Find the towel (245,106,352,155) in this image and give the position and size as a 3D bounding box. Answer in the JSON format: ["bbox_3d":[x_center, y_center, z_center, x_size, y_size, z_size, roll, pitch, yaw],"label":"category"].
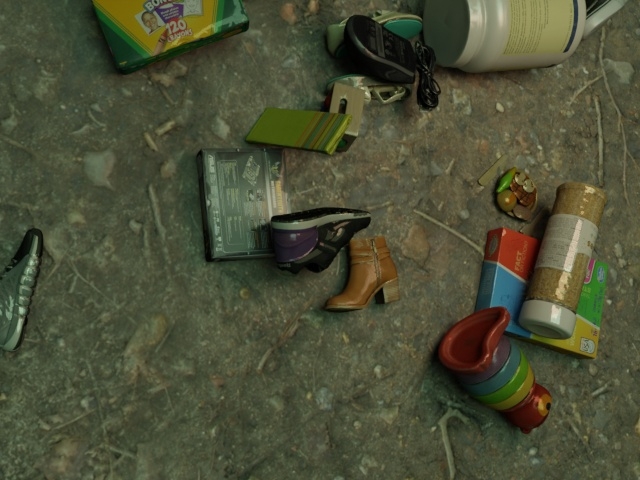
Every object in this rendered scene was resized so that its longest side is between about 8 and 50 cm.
[{"bbox_3d":[-0.047,-0.229,1.492,0.102,0.237,0.021,-57,137,-22],"label":"towel"}]

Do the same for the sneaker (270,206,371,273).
[{"bbox_3d":[0.000,0.000,1.509,0.283,0.107,0.124,-11,104,-48],"label":"sneaker"}]

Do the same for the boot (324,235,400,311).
[{"bbox_3d":[0.078,0.073,1.562,0.197,0.073,0.153,-10,85,-34],"label":"boot"}]

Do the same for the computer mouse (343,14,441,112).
[{"bbox_3d":[0.148,-0.401,1.609,0.272,0.072,0.189,22,55,-31],"label":"computer mouse"}]

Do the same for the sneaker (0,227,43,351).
[{"bbox_3d":[-0.584,0.079,1.296,0.132,0.086,0.229,12,78,-16],"label":"sneaker"}]

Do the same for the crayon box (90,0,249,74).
[{"bbox_3d":[-0.301,-0.463,1.448,0.278,0.081,0.166,-22,95,-4],"label":"crayon box"}]

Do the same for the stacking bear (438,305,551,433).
[{"bbox_3d":[0.409,0.309,1.604,0.289,0.164,0.175,47,57,-20],"label":"stacking bear"}]

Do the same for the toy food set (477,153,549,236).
[{"bbox_3d":[0.487,-0.114,1.767,0.192,0.038,0.132,48,68,-8],"label":"toy food set"}]

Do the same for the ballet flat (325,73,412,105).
[{"bbox_3d":[0.117,-0.342,1.641,0.213,0.072,0.068,-11,71,-24],"label":"ballet flat"}]

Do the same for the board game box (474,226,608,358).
[{"bbox_3d":[0.532,0.130,1.729,0.316,0.064,0.242,17,75,-18],"label":"board game box"}]

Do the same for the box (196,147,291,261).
[{"bbox_3d":[-0.156,-0.077,1.502,0.182,0.056,0.231,-4,83,-23],"label":"box"}]

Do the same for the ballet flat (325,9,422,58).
[{"bbox_3d":[0.121,-0.496,1.673,0.248,0.086,0.086,-21,89,-22],"label":"ballet flat"}]

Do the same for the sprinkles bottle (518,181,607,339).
[{"bbox_3d":[0.558,0.044,1.653,0.121,0.121,0.356,26,72,-15],"label":"sprinkles bottle"}]

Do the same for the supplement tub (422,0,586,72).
[{"bbox_3d":[0.432,-0.522,1.709,0.324,0.235,0.236,-9,84,-22],"label":"supplement tub"}]

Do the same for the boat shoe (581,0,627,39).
[{"bbox_3d":[0.751,-0.654,1.933,0.119,0.121,0.335,45,58,0],"label":"boat shoe"}]

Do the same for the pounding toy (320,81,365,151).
[{"bbox_3d":[0.029,-0.259,1.562,0.100,0.130,0.141,13,77,-9],"label":"pounding toy"}]
